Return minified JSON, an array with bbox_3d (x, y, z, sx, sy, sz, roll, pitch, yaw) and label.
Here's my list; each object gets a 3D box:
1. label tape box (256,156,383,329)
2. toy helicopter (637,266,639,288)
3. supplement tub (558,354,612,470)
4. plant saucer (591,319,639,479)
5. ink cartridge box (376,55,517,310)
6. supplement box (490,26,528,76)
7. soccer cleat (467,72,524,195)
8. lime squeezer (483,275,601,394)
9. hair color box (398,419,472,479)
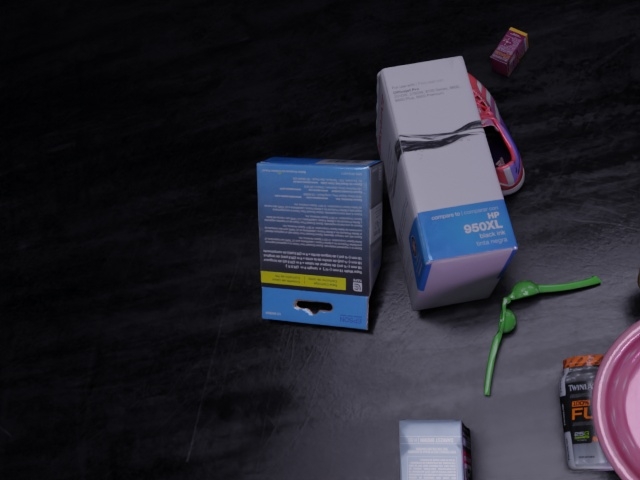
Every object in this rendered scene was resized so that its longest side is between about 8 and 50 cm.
[{"bbox_3d":[0.000,0.000,1.515,0.240,0.106,0.334,4,105,18],"label":"label tape box"},{"bbox_3d":[0.717,0.027,1.272,0.354,0.140,0.235,-11,41,-5],"label":"toy helicopter"},{"bbox_3d":[0.481,0.301,1.274,0.116,0.117,0.191,-7,70,15],"label":"supplement tub"},{"bbox_3d":[0.601,0.266,1.136,0.332,0.084,0.332,-5,78,25],"label":"plant saucer"},{"bbox_3d":[0.222,-0.102,1.390,0.166,0.285,0.395,-10,69,-1],"label":"ink cartridge box"},{"bbox_3d":[0.409,-0.407,1.577,0.043,0.055,0.083,32,83,26],"label":"supplement box"},{"bbox_3d":[0.329,-0.246,1.511,0.108,0.116,0.318,-24,66,7],"label":"soccer cleat"},{"bbox_3d":[0.386,0.150,1.402,0.310,0.059,0.110,-45,95,-3],"label":"lime squeezer"},{"bbox_3d":[0.204,0.506,1.251,0.113,0.185,0.375,-4,71,15],"label":"hair color box"}]
